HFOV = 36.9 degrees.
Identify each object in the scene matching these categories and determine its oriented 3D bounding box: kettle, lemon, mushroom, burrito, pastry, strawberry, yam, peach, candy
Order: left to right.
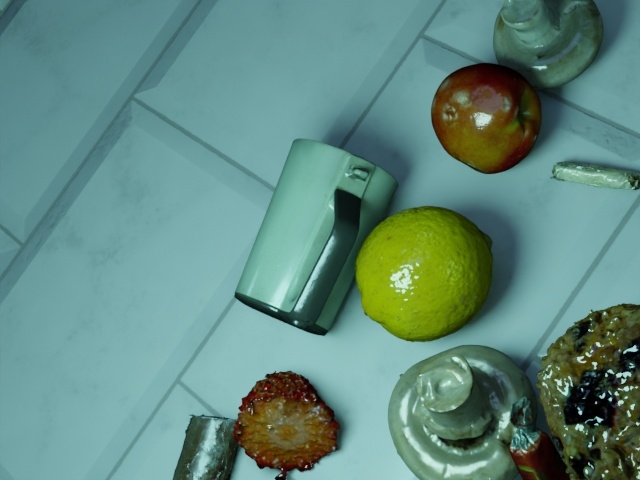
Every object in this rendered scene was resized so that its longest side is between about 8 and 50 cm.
[{"bbox_3d":[-0.257,0.506,2.062,0.131,0.131,0.280,9,75,29],"label":"yam"},{"bbox_3d":[-0.070,0.364,2.020,0.234,0.234,0.178,-26,30,15],"label":"strawberry"},{"bbox_3d":[0.000,0.000,2.025,0.377,0.250,0.361,-66,18,-6],"label":"kettle"},{"bbox_3d":[0.206,0.066,1.922,0.293,0.293,0.293,-10,66,23],"label":"lemon"},{"bbox_3d":[0.257,0.325,1.774,0.292,0.290,0.293,-6,70,16],"label":"mushroom"},{"bbox_3d":[0.347,-0.257,2.025,0.243,0.199,0.243,22,122,41],"label":"peach"},{"bbox_3d":[0.468,-0.452,2.024,0.243,0.243,0.244,-10,66,23],"label":"mushroom"},{"bbox_3d":[0.397,0.407,1.716,0.059,0.292,0.086,-2,33,48],"label":"candy"},{"bbox_3d":[0.564,-0.133,1.959,0.185,0.041,0.045,14,118,29],"label":"burrito"},{"bbox_3d":[0.549,0.284,1.656,0.337,0.292,0.405,12,85,40],"label":"pastry"}]
